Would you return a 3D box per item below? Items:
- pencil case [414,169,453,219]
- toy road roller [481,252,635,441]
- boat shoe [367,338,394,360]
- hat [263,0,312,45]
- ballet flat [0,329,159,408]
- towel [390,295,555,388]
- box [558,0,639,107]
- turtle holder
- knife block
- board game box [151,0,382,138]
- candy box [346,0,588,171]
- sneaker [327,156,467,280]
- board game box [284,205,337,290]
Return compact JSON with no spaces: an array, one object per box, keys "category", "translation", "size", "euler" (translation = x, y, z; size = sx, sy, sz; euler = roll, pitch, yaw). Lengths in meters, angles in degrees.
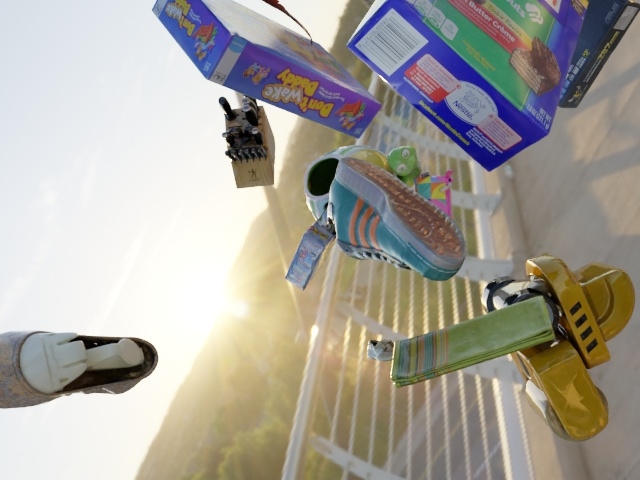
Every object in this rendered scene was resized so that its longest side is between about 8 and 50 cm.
[{"category":"pencil case","translation":[0.280,-0.051,1.695],"size":[0.104,0.105,0.236],"euler":[165,104,-85]},{"category":"toy road roller","translation":[0.473,0.178,1.289],"size":[0.241,0.329,0.202],"euler":[-25,5,3]},{"category":"boat shoe","translation":[0.143,0.243,1.542],"size":[0.135,0.050,0.045],"euler":[-12,84,61]},{"category":"hat","translation":[-0.117,-0.381,0.991],"size":[0.173,0.209,0.183],"euler":[143,110,-74]},{"category":"ballet flat","translation":[-0.344,0.165,0.962],"size":[0.316,0.106,0.107],"euler":[11,-121,-64]},{"category":"towel","translation":[0.214,0.143,1.003],"size":[0.237,0.021,0.102],"euler":[-22,25,18]},{"category":"box","translation":[0.499,-0.411,1.385],"size":[0.183,0.059,0.232],"euler":[58,138,36]},{"category":"turtle holder","translation":[0.103,-0.129,1.781],"size":[0.320,0.227,0.243],"euler":[13,85,42]},{"category":"knife block","translation":[-0.159,-0.249,1.513],"size":[0.275,0.088,0.242],"euler":[-93,-3,-55]},{"category":"board game box","translation":[-0.084,-0.309,1.177],"size":[0.078,0.347,0.233],"euler":[-54,50,21]},{"category":"candy box","translation":[0.218,-0.301,0.954],"size":[0.122,0.268,0.317],"euler":[-34,24,51]},{"category":"sneaker","translation":[0.097,-0.009,0.979],"size":[0.302,0.108,0.121],"euler":[52,130,54]},{"category":"board game box","translation":[0.000,0.000,1.627],"size":[0.194,0.060,0.194],"euler":[-54,-6,-23]}]
